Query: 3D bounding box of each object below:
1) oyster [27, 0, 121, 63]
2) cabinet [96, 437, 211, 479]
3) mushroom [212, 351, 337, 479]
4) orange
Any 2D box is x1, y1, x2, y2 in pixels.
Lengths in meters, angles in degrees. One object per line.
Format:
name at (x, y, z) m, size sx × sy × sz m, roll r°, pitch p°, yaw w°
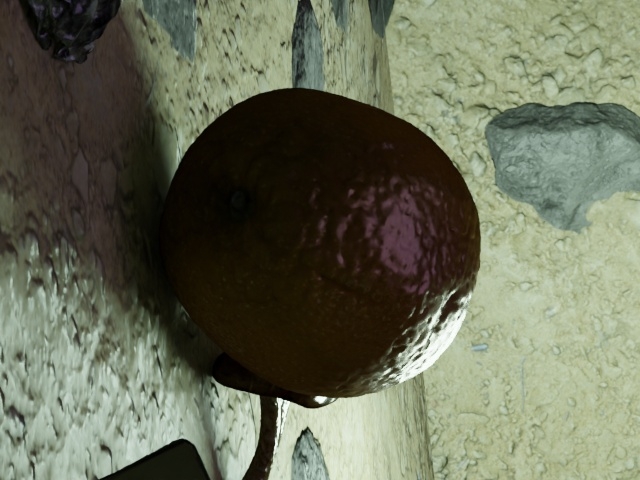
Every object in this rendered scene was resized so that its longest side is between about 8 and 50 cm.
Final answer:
oyster at (-0.215, -0.260, 1.399) m, size 0.199 × 0.087 × 0.252 m, roll -71°, pitch 167°, yaw -63°
cabinet at (-0.101, 0.356, 1.093) m, size 0.290 × 0.227 × 0.318 m, roll 60°, pitch -7°, yaw 34°
mushroom at (-0.061, 0.218, 1.912) m, size 0.227 × 0.148 × 0.217 m, roll -6°, pitch 111°, yaw -70°
orange at (0.000, 0.000, 1.705) m, size 0.357 × 0.322 × 0.322 m, roll 29°, pitch 57°, yaw -63°
